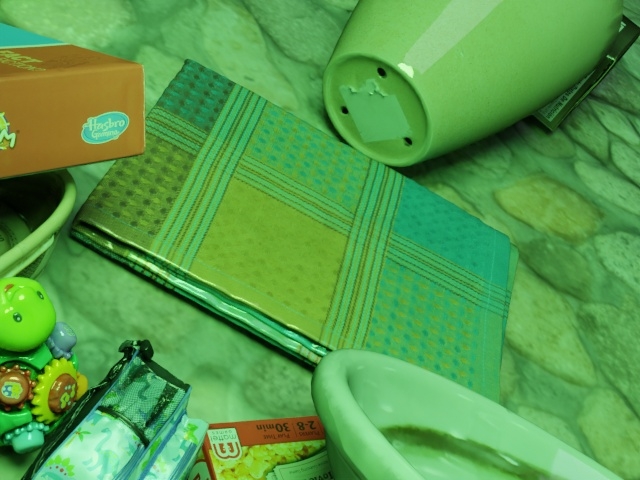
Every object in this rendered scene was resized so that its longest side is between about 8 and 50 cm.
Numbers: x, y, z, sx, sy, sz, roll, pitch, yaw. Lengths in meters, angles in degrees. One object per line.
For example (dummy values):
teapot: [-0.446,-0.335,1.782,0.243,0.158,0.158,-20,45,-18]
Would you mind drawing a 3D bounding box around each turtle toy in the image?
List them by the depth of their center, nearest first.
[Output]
turtle toy: [-0.186,0.077,0.634,0.066,0.130,0.095,12,39,21]

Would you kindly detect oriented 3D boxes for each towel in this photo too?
towel: [0.000,0.000,0.899,0.370,0.040,0.271,28,40,-6]

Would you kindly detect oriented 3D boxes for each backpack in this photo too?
backpack: [-0.126,0.138,0.625,0.084,0.105,0.114,37,45,3]

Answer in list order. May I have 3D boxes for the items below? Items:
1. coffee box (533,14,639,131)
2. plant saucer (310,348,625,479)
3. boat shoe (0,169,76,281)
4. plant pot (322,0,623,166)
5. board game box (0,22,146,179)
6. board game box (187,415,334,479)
coffee box: [0.229,-0.289,1.261,0.297,0.119,0.168,41,35,6]
plant saucer: [0.150,0.209,0.601,0.400,0.100,0.400,30,5,-3]
boat shoe: [-0.285,0.021,0.596,0.121,0.110,0.341,50,36,3]
plant pot: [0.131,-0.198,1.049,0.256,0.256,0.274,41,55,6]
board game box: [-0.311,-0.089,0.658,0.242,0.064,0.316,22,26,40]
board game box: [0.001,0.212,0.687,0.147,0.045,0.193,1,51,-33]
